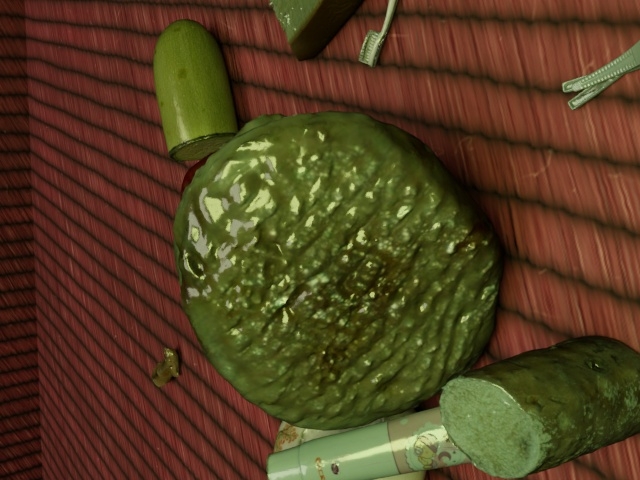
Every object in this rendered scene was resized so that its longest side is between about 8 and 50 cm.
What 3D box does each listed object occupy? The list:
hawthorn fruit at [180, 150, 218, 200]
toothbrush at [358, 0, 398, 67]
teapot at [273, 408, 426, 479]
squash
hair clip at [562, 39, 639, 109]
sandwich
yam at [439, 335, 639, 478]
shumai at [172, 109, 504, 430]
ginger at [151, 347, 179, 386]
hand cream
[{"bbox_3d":[-0.164,-0.072,1.115,0.148,0.172,0.148,5,104,19],"label":"hawthorn fruit"},{"bbox_3d":[0.104,-0.347,0.820,0.024,0.026,0.288,-75,6,-58],"label":"toothbrush"},{"bbox_3d":[0.032,0.283,0.877,0.204,0.139,0.298,13,66,21],"label":"teapot"},{"bbox_3d":[-0.225,-0.272,1.188,0.132,0.132,0.247,-25,77,52],"label":"squash"},{"bbox_3d":[0.269,-0.158,0.623,0.115,0.039,0.030,-31,66,54],"label":"hair clip"},{"bbox_3d":[-0.003,-0.333,0.915,0.258,0.096,0.094,-37,72,53],"label":"sandwich"},{"bbox_3d":[0.209,0.152,0.628,0.107,0.194,0.107,13,105,55],"label":"yam"},{"bbox_3d":[0.000,0.000,0.816,0.324,0.397,0.323,-37,29,5],"label":"shumai"},{"bbox_3d":[-0.349,0.291,1.533,0.137,0.044,0.057,-52,38,42],"label":"ginger"},{"bbox_3d":[0.101,0.229,0.768,0.331,0.058,0.085,-16,77,10],"label":"hand cream"}]
